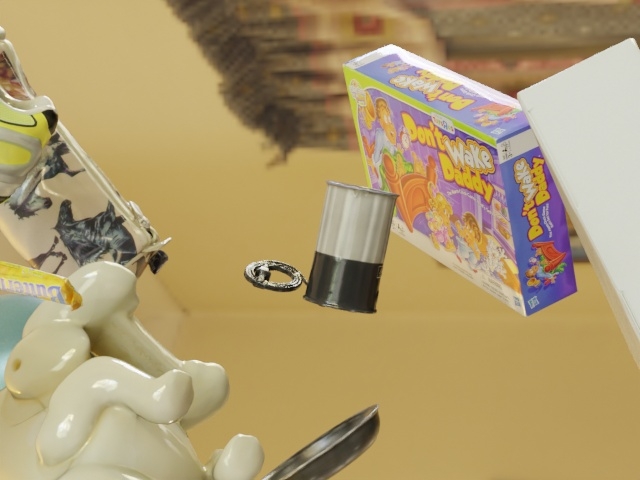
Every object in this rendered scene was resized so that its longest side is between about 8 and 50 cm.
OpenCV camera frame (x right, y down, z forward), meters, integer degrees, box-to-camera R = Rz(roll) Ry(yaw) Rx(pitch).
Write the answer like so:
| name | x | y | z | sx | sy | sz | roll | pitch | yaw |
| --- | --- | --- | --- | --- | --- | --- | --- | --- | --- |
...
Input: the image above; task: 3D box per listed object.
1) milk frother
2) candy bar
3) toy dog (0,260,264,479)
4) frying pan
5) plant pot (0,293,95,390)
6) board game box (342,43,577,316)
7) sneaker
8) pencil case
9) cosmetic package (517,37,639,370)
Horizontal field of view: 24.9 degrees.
| name | x | y | z | sx | sy | sz | roll | pitch | yaw |
| --- | --- | --- | --- | --- | --- | --- | --- | --- | --- |
| milk frother | 0.000 | 0.000 | 1.596 | 0.129 | 0.143 | 0.135 | -156 | 77 | -76 |
| candy bar | -0.285 | 0.035 | 1.330 | 0.018 | 0.161 | 0.040 | -60 | -33 | -31 |
| toy dog | -0.266 | 0.275 | 1.640 | 0.284 | 0.395 | 0.408 | 61 | -177 | -33 |
| frying pan | -0.049 | 0.307 | 1.832 | 0.326 | 0.197 | 0.053 | -34 | -91 | -24 |
| plant pot | -0.377 | 0.202 | 2.111 | 0.290 | 0.195 | 0.290 | 38 | -136 | -49 |
| board game box | 0.163 | -0.082 | 1.765 | 0.078 | 0.347 | 0.233 | -24 | -61 | -19 |
| sneaker | -0.476 | -0.217 | 1.704 | 0.384 | 0.147 | 0.145 | 44 | -177 | -22 |
| pencil case | -0.385 | -0.094 | 2.003 | 0.410 | 0.183 | 0.160 | 52 | -171 | 4 |
| cosmetic package | 0.271 | 0.084 | 1.008 | 0.377 | 0.097 | 0.284 | 55 | -170 | -51 |
